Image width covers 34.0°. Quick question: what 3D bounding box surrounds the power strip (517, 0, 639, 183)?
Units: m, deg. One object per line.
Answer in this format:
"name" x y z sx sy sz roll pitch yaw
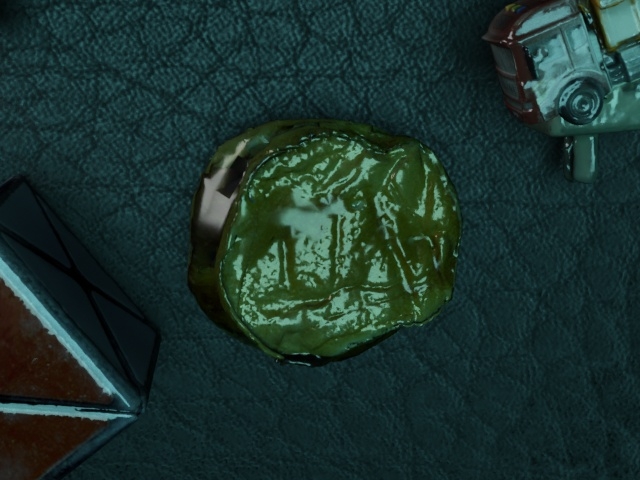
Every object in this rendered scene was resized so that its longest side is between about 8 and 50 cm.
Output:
"power strip" 0.293 -0.171 1.105 0.140 0.139 0.224 -6 102 -3

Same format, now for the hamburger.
"hamburger" 0.001 0.002 1.128 0.285 0.134 0.265 6 95 -11

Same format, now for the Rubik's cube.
"Rubik's cube" -0.335 0.116 1.064 0.259 0.260 0.255 -36 104 6

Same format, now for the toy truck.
"toy truck" 0.292 -0.207 0.969 0.270 0.114 0.135 -23 106 0
